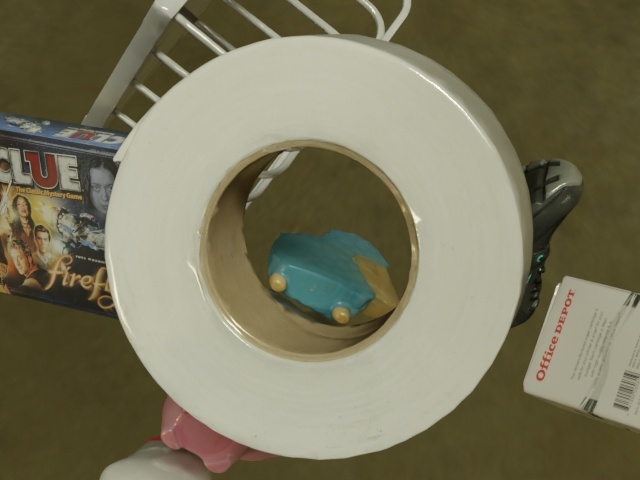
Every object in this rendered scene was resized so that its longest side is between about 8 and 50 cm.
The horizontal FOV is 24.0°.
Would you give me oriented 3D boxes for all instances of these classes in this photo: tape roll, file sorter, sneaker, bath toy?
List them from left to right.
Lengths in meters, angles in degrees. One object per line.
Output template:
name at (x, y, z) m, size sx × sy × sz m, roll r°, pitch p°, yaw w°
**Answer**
bath toy at (-0.070, 0.143, 1.382) m, size 0.151 × 0.129 × 0.348 m, roll 34°, pitch 113°, yaw -12°
file sorter at (-0.068, -0.158, 1.349) m, size 0.173 × 0.277 × 0.193 m, roll 38°, pitch 61°, yaw -6°
tape roll at (0.000, 0.000, 1.027) m, size 0.286 × 0.100 × 0.286 m, roll 2°, pitch 100°, yaw 13°
sneaker at (0.190, 0.018, 1.529) m, size 0.106 × 0.101 × 0.267 m, roll 33°, pitch 131°, yaw -11°

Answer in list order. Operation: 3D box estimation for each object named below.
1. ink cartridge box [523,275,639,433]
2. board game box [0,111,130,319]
ink cartridge box at (0.352, 0.138, 1.719) m, size 0.086 × 0.203 × 0.148 m, roll 26°, pitch 83°, yaw -44°
board game box at (-0.255, -0.028, 1.350) m, size 0.243 × 0.042 × 0.165 m, roll 10°, pitch 115°, yaw 27°
